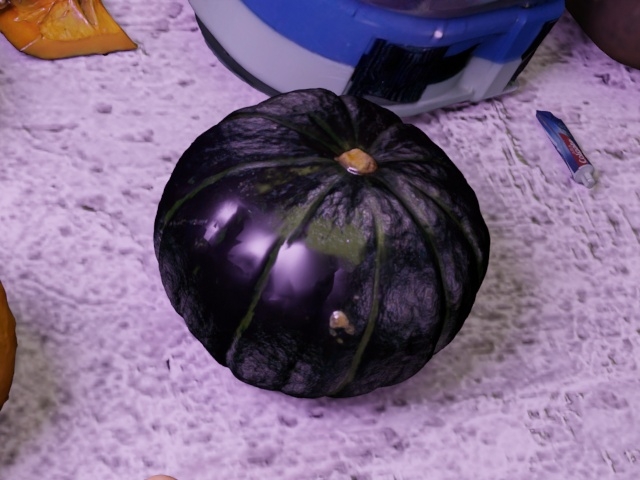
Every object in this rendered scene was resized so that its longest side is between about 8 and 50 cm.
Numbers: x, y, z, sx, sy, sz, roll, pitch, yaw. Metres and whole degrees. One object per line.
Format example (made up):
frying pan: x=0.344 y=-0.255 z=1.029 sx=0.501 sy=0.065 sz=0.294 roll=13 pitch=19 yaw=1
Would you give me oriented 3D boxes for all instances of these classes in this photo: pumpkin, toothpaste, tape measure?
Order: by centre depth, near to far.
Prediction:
pumpkin: x=0.000 y=0.000 z=1.103 sx=0.220 sy=0.162 sz=0.220 roll=13 pitch=45 yaw=-14
pumpkin: x=-0.194 y=-0.171 z=1.259 sx=0.101 sy=0.035 sz=0.073 roll=-12 pitch=60 yaw=-31
tape measure: x=0.028 y=-0.214 z=1.306 sx=0.262 sy=0.138 sz=0.259 roll=-23 pitch=61 yaw=-33
toothpaste: x=0.197 y=-0.073 z=1.327 sx=0.027 sy=0.019 sz=0.083 roll=7 pitch=43 yaw=-34

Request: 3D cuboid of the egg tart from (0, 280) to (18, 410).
egg tart: x=-0.281 y=0.068 z=0.932 sx=0.215 sy=0.215 sz=0.171 roll=44 pitch=35 yaw=18

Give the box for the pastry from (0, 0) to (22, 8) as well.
pastry: x=-0.274 y=-0.219 z=1.247 sx=0.056 sy=0.080 sz=0.140 roll=30 pitch=31 yaw=-56

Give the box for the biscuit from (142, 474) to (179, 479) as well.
biscuit: x=-0.082 y=0.263 z=0.879 sx=0.249 sy=0.160 sz=0.030 roll=57 pitch=15 yaw=28

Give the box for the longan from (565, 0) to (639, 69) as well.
longan: x=0.284 y=-0.243 z=1.391 sx=0.198 sy=0.198 sz=0.212 roll=-13 pitch=58 yaw=-28
